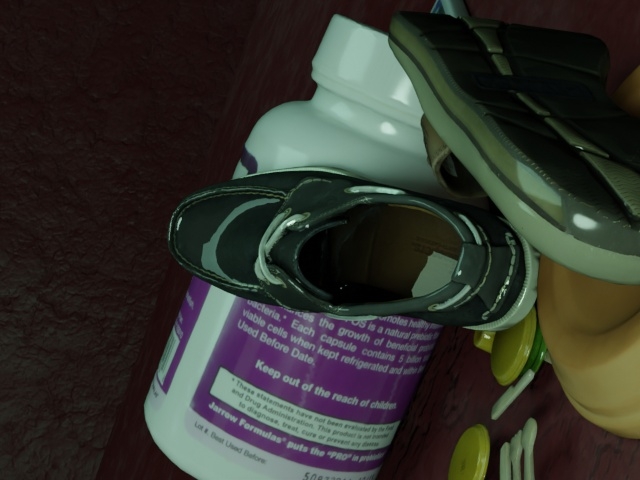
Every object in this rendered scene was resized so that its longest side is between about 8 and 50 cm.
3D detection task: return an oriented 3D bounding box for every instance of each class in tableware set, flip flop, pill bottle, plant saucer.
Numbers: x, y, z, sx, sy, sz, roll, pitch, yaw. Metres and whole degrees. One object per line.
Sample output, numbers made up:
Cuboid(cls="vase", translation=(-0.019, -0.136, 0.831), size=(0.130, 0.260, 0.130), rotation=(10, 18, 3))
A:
Cuboid(cls="tableware set", translation=(0.098, 0.098, 0.634), size=(0.104, 0.024, 0.154), rotation=(119, 164, -45))
Cuboid(cls="flip flop", translation=(0.093, -0.044, 0.554), size=(0.277, 0.112, 0.080), rotation=(-106, 23, -60))
Cuboid(cls="pill bottle", translation=(0.010, 0.014, 0.790), size=(0.169, 0.169, 0.301), rotation=(-118, 50, -73))
Cuboid(cls="plant saucer", translation=(0.152, -0.011, 0.538), size=(0.200, 0.037, 0.200), rotation=(-159, 90, -78))

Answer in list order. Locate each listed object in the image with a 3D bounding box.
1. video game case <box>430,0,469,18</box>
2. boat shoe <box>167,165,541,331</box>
Cuboid(cls="video game case", translation=(0.080, -0.095, 0.990), size=(0.201, 0.023, 0.183), rotation=(-91, 25, -60))
Cuboid(cls="boat shoe", translation=(0.000, 0.000, 0.653), size=(0.233, 0.079, 0.084), rotation=(8, 93, 36))
